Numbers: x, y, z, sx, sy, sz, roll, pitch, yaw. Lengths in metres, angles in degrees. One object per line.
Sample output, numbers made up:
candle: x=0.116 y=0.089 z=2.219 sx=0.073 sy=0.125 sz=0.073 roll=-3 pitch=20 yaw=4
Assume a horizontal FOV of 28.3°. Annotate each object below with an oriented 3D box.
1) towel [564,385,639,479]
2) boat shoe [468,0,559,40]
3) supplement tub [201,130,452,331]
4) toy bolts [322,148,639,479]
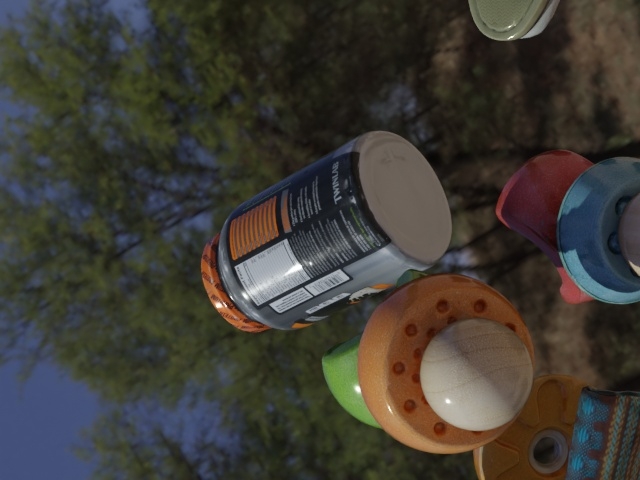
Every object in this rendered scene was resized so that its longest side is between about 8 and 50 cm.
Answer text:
towel: x=0.237 y=0.273 z=0.723 sx=0.040 sy=0.271 sz=0.370 roll=-162 pitch=78 yaw=-67
boat shoe: x=0.214 y=-0.333 z=1.172 sx=0.113 sy=0.302 sz=0.103 roll=18 pitch=-166 yaw=40
supplement tub: x=0.000 y=0.000 z=1.014 sx=0.117 sy=0.190 sz=0.117 roll=28 pitch=-131 yaw=-37
toy bolts: x=0.152 y=0.062 z=0.743 sx=0.218 sy=0.228 sz=0.158 roll=44 pitch=170 yaw=-14
